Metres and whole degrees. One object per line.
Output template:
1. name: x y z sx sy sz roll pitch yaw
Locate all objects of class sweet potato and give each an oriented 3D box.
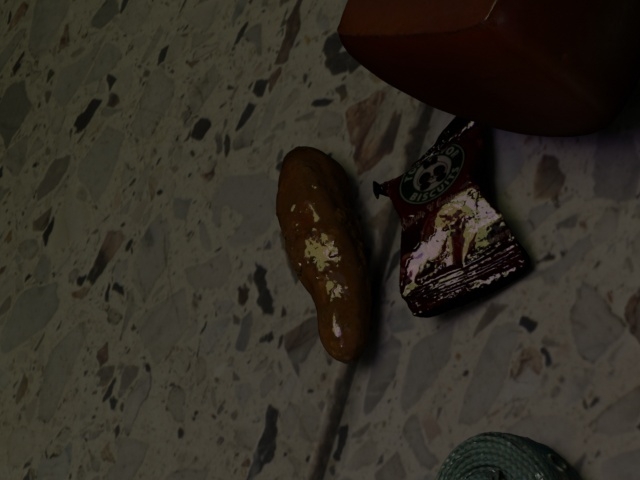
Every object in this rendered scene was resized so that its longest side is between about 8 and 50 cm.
1. sweet potato: 0.000 -0.013 1.904 0.355 0.095 0.106 -106 14 -44

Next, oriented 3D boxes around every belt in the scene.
1. belt: 0.181 0.258 1.568 0.163 0.082 0.148 -10 66 46

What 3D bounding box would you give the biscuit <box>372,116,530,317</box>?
1. biscuit: 0.136 -0.031 1.796 0.151 0.063 0.235 -29 44 20

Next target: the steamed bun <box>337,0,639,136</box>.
1. steamed bun: 0.206 -0.238 1.686 0.379 0.248 0.235 10 74 61
